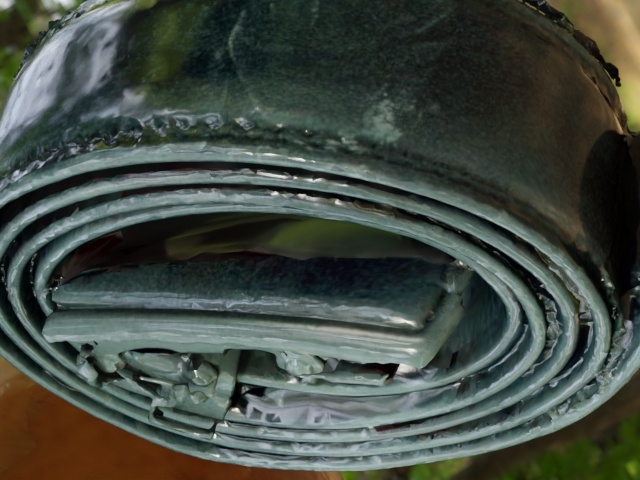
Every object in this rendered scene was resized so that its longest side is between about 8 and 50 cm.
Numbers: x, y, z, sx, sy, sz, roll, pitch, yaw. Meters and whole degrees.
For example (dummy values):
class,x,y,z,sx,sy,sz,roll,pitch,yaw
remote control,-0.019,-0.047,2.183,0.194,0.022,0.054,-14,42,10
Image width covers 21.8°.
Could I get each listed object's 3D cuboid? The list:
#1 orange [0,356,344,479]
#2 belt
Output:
class,x,y,z,sx,sy,sz,roll,pitch,yaw
orange,-0.165,0.237,0.930,0.326,0.424,0.424,45,-172,-15
belt,0.000,0.000,0.583,0.206,0.267,0.116,50,-138,-42
